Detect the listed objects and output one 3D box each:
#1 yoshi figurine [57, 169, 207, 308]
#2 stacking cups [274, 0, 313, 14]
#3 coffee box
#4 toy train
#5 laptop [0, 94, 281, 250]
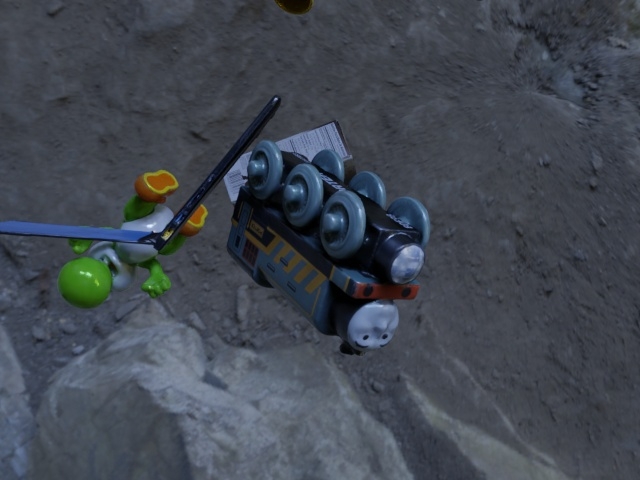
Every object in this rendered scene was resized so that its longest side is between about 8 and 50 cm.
[{"bbox_3d":[-0.412,0.030,1.590,0.362,0.203,0.203,-41,53,26],"label":"yoshi figurine"},{"bbox_3d":[-0.019,-0.651,1.722,0.096,0.096,0.316,11,62,13],"label":"stacking cups"},{"bbox_3d":[-0.068,-0.150,1.824,0.297,0.168,0.119,-21,64,-1],"label":"coffee box"},{"bbox_3d":[0.000,0.000,0.957,0.334,0.142,0.190,38,118,47],"label":"toy train"},{"bbox_3d":[-0.290,-0.108,1.174,0.236,0.382,0.408,39,86,-9],"label":"laptop"}]
